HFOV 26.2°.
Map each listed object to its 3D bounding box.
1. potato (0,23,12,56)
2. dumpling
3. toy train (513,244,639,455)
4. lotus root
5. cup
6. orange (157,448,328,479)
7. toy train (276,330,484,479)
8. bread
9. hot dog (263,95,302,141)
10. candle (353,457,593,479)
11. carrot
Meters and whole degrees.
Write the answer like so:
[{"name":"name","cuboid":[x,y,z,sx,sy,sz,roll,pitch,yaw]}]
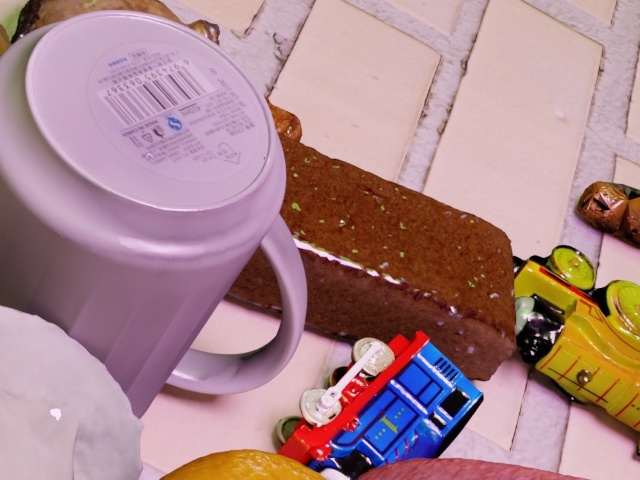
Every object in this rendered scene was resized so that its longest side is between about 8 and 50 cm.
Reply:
[{"name":"potato","cuboid":[-0.389,-0.110,1.226,0.176,0.141,0.298,36,52,13]},{"name":"dumpling","cuboid":[-0.315,0.183,0.977,0.270,0.211,0.320,62,39,-20]},{"name":"toy train","cuboid":[0.310,0.121,1.443,0.296,0.100,0.160,31,38,-3]},{"name":"lotus root","cuboid":[-0.209,-0.201,1.404,0.214,0.138,0.138,5,50,-9]},{"name":"cup","cuboid":[-0.148,0.011,1.120,0.322,0.327,0.237,21,46,-15]},{"name":"orange","cuboid":[-0.066,0.272,1.013,0.236,0.236,0.236,16,47,-18]},{"name":"toy train","cuboid":[0.049,0.171,1.271,0.131,0.083,0.204,44,46,8]},{"name":"bread","cuboid":[0.000,0.000,1.369,0.416,0.113,0.165,22,46,-14]},{"name":"hot dog","cuboid":[-0.089,-0.128,1.457,0.147,0.065,0.099,30,43,6]},{"name":"candle","cuboid":[0.144,0.284,1.093,0.317,0.287,0.131,40,40,11]},{"name":"carrot","cuboid":[0.416,-0.007,1.646,0.228,0.069,0.069,24,45,-11]}]
